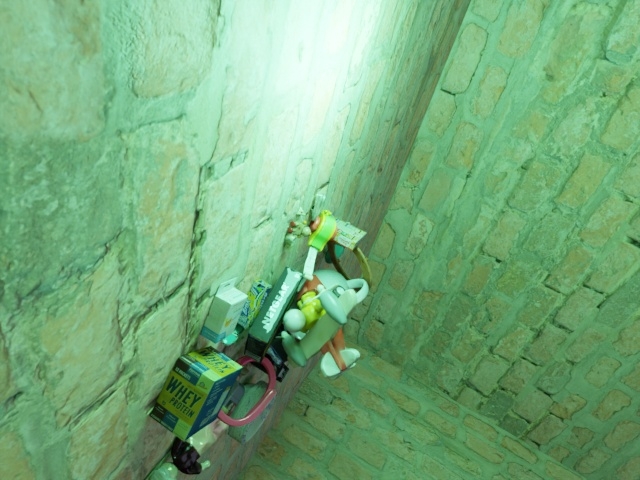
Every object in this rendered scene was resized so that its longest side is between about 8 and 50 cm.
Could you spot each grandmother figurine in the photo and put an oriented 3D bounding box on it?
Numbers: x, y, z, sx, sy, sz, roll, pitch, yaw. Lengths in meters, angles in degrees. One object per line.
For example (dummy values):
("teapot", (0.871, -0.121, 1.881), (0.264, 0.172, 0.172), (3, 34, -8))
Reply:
("grandmother figurine", (-0.472, 0.771, 1.660), (0.104, 0.208, 0.342), (-15, -162, 48))

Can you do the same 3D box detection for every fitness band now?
("fitness band", (-0.294, 0.580, 1.759), (0.291, 0.209, 0.054), (-44, -174, -35))

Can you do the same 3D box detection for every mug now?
("mug", (0.046, 0.267, 2.089), (0.277, 0.373, 0.328), (67, 24, -13))

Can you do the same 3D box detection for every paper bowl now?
("paper bowl", (-0.338, 0.793, 2.120), (0.284, 0.148, 0.284), (-56, 165, -23))

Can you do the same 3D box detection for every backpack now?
("backpack", (-0.187, 0.444, 2.014), (0.116, 0.158, 0.173), (-31, -153, -4))

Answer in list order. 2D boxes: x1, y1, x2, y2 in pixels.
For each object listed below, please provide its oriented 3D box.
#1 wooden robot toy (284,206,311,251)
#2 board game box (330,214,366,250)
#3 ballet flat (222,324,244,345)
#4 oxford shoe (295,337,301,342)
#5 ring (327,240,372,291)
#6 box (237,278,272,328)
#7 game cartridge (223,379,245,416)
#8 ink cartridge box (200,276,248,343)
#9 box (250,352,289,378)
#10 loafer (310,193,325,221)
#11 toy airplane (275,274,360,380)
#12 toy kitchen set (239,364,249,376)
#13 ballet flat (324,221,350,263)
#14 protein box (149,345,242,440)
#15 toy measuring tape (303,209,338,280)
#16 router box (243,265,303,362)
("wooden robot toy", (-0.074, -0.030, 1.653), (0.174, 0.079, 0.076), (-66, 165, 15))
("board game box", (0.088, -0.040, 1.976), (0.146, 0.193, 0.045), (-37, 151, -59))
("ballet flat", (-0.310, 0.338, 1.596), (0.114, 0.041, 0.041), (-44, 158, -48))
("oxford shoe", (-0.078, 0.396, 2.421), (0.147, 0.140, 0.397), (-102, -155, -61))
("ring", (0.142, 0.099, 2.164), (0.032, 0.337, 0.337), (-28, 152, -23))
("box", (-0.238, 0.224, 1.599), (0.169, 0.054, 0.059), (-63, 167, 5))
("game cartridge", (-0.425, 0.728, 1.891), (0.294, 0.060, 0.196), (-57, 161, -21))
("ink cartridge box", (-0.289, 0.213, 1.384), (0.182, 0.061, 0.104), (-67, 166, 16))
("box", (-0.235, 0.581, 2.090), (0.078, 0.147, 0.180), (-57, 166, -18))
("loafer", (-0.019, -0.132, 1.759), (0.045, 0.039, 0.125), (-96, -154, -53))
("toy airplane", (-0.015, 0.338, 1.701), (0.384, 0.272, 0.387), (12, -90, 61))
("toy kitchen set", (-0.332, 0.545, 1.839), (0.083, 0.068, 0.075), (-35, 150, -61))
("ballet flat", (0.094, 0.010, 2.333), (0.241, 0.091, 0.077), (-61, -169, 13))
("protein box", (-0.375, 0.461, 1.387), (0.201, 0.135, 0.200), (-63, 166, 4))
("toy measuring tape", (0.000, 0.000, 1.794), (0.121, 0.121, 0.330), (98, 5, -54))
("router box", (-0.181, 0.286, 1.730), (0.309, 0.080, 0.243), (-62, 176, -33))
